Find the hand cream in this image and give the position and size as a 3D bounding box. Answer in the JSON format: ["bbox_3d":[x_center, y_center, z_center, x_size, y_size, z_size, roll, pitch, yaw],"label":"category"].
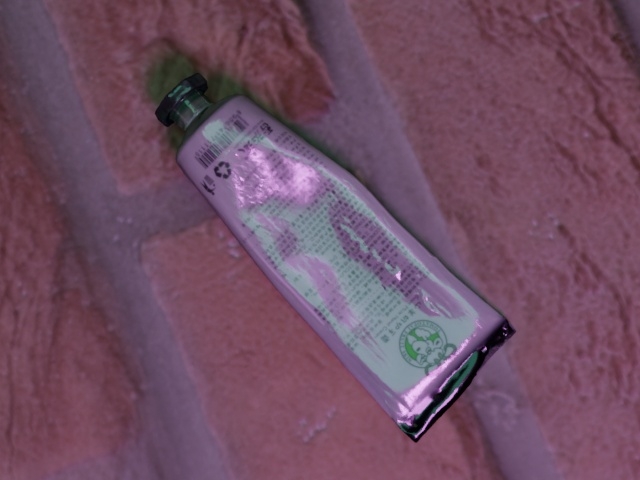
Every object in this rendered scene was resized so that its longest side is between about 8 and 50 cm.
[{"bbox_3d":[0.000,0.000,1.220,0.121,0.076,0.336,-45,84,2],"label":"hand cream"}]
